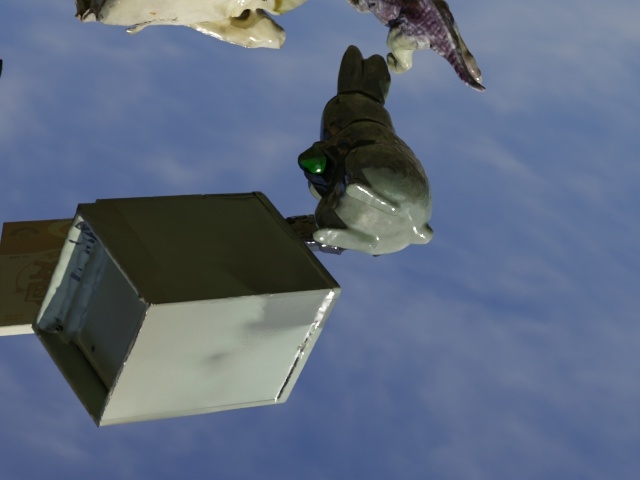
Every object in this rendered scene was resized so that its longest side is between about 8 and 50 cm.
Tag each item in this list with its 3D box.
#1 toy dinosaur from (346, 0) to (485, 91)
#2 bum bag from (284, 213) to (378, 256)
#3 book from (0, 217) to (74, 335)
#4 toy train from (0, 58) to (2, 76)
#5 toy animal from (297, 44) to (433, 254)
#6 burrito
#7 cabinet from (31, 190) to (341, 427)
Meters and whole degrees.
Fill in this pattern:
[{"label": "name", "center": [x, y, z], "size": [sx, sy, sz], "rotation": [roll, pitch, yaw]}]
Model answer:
[{"label": "toy dinosaur", "center": [0.104, -0.278, 2.156], "size": [0.294, 0.077, 0.162], "rotation": [39, 166, 11]}, {"label": "bum bag", "center": [0.000, 0.000, 1.835], "size": [0.197, 0.049, 0.087], "rotation": [-4, -163, -12]}, {"label": "book", "center": [-0.325, 0.041, 2.286], "size": [0.207, 0.020, 0.295], "rotation": [-4, -153, -4]}, {"label": "toy train", "center": [-0.465, -0.141, 1.876], "size": [0.202, 0.266, 0.145], "rotation": [6, 169, 40]}, {"label": "toy animal", "center": [0.043, -0.082, 1.696], "size": [0.138, 0.108, 0.236], "rotation": [22, -148, -15]}, {"label": "burrito", "center": [-0.158, -0.354, 2.261], "size": [0.331, 0.190, 0.135], "rotation": [1, -143, -39]}, {"label": "cabinet", "center": [-0.124, 0.057, 1.559], "size": [0.206, 0.145, 0.150], "rotation": [-4, -138, -40]}]
